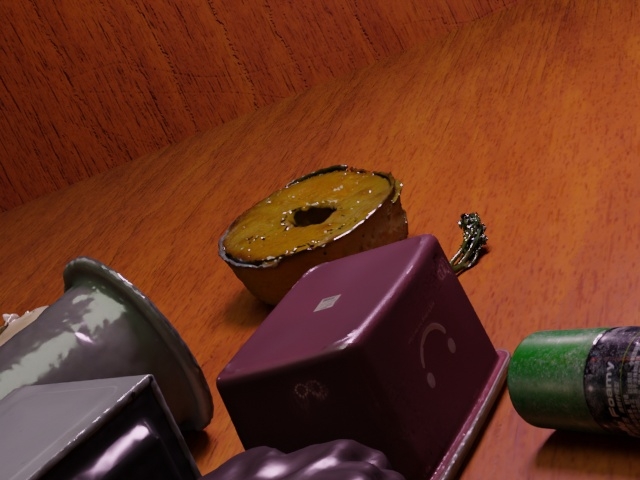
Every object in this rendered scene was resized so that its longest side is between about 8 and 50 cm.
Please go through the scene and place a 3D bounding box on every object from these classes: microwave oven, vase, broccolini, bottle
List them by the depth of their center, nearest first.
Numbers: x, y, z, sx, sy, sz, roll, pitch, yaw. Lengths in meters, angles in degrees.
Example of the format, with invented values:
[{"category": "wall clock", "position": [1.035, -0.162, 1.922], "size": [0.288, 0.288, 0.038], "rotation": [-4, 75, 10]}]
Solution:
[{"category": "bottle", "position": [0.290, 0.113, 1.248], "size": [0.093, 0.093, 0.330], "rotation": [-35, 18, -33]}, {"category": "microwave oven", "position": [-0.272, 0.278, 1.423], "size": [0.237, 0.181, 0.295], "rotation": [-8, 22, 41]}, {"category": "vase", "position": [-0.301, 0.190, 1.700], "size": [0.291, 0.245, 0.245], "rotation": [-38, 19, -25]}, {"category": "broccolini", "position": [0.142, 0.032, 1.878], "size": [0.052, 0.054, 0.194], "rotation": [16, 42, 41]}]

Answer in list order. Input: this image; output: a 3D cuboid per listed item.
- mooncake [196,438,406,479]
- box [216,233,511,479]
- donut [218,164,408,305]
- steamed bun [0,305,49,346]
[{"category": "mooncake", "position": [-0.053, 0.256, 1.232], "size": [0.283, 0.141, 0.283], "rotation": [-21, 14, 6]}, {"category": "box", "position": [0.039, 0.127, 1.471], "size": [0.193, 0.167, 0.294], "rotation": [-19, 16, 29]}, {"category": "donut", "position": [0.000, 0.000, 2.107], "size": [0.272, 0.107, 0.272], "rotation": [-24, 20, 9]}, {"category": "steamed bun", "position": [-0.350, 0.161, 2.007], "size": [0.170, 0.152, 0.239], "rotation": [-30, 13, -15]}]
